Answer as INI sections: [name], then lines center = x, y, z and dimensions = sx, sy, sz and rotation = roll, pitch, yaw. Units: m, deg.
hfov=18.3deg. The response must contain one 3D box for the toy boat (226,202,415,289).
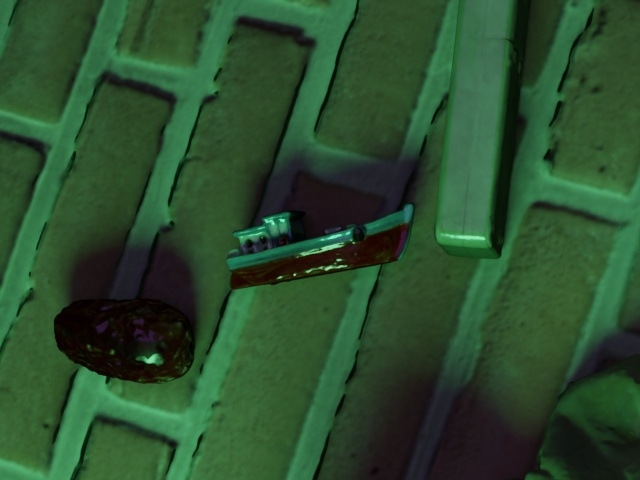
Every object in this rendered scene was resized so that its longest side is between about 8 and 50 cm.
[toy boat]
center = 0.000, 0.000, 1.694
dimensions = 0.173, 0.069, 0.059
rotation = -11, 86, 17

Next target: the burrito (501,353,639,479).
[burrito]
center = 0.294, 0.233, 1.549
dimensions = 0.332, 0.135, 0.190
rotation = 38, 98, 21

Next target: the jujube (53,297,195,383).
[jujube]
center = -0.171, 0.083, 1.724
dimensions = 0.129, 0.077, 0.077
rotation = 9, 83, 21

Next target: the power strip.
[power strip]
center = 0.140, -0.131, 1.668
dimensions = 0.053, 0.093, 0.288
rotation = 5, 82, 14
